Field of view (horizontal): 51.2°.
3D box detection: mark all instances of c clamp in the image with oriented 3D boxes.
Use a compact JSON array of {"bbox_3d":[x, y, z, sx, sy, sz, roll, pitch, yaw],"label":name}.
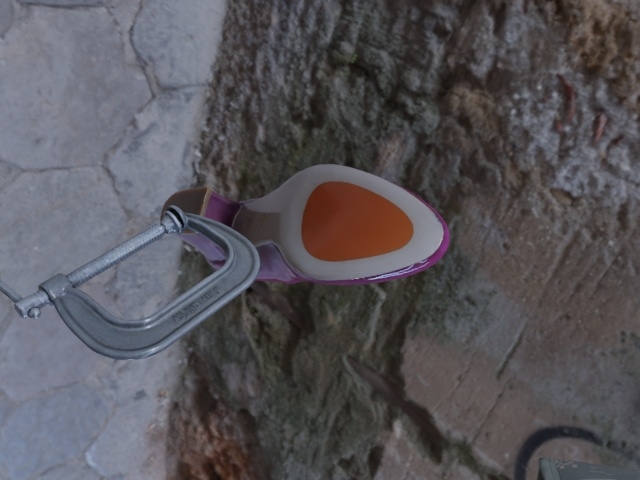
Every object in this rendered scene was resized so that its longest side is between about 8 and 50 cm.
[{"bbox_3d":[-0.128,0.018,0.460,0.161,0.137,0.022,-30,144,-35],"label":"c clamp"}]

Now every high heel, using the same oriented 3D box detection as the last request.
[{"bbox_3d":[0.000,0.000,0.767,0.181,0.377,0.127,31,74,-49],"label":"high heel"}]

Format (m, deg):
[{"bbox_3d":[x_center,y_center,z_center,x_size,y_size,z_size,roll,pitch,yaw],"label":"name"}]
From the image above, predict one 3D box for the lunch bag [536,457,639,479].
[{"bbox_3d":[0.268,0.282,0.418,0.287,0.235,0.168,-46,138,-75],"label":"lunch bag"}]
